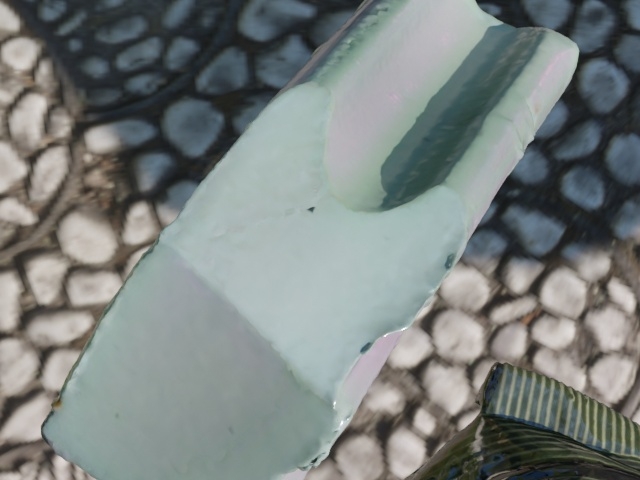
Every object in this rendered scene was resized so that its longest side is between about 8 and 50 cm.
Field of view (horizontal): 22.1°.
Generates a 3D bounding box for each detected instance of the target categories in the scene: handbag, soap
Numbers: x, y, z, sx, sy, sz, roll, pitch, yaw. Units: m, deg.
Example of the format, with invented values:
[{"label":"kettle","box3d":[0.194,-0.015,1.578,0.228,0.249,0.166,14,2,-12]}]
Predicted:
[{"label":"handbag","box3d":[0.137,0.260,1.157,0.240,0.247,0.341,39,118,-11]},{"label":"soap","box3d":[0.000,0.000,0.605,0.091,0.230,0.145,35,126,3]}]
